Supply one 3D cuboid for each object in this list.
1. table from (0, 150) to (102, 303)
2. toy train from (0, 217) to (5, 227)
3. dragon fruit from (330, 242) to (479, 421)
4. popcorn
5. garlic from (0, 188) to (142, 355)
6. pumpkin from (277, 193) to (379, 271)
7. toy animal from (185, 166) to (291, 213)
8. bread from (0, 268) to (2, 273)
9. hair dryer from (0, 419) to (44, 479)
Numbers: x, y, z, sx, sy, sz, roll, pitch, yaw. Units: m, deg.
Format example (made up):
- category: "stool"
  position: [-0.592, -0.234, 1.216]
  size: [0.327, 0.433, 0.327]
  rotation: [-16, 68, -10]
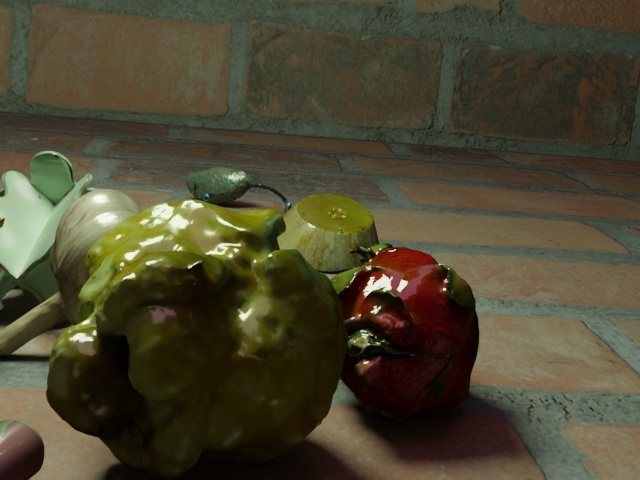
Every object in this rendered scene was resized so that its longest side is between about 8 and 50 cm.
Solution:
- category: "table"
  position: [-0.365, 0.003, 1.346]
  size: [0.166, 0.166, 0.198]
  rotation: [5, 31, 0]
- category: "toy train"
  position: [-0.422, 0.034, 1.174]
  size: [0.072, 0.188, 0.099]
  rotation: [26, 19, 7]
- category: "dragon fruit"
  position: [0.068, 0.081, 1.138]
  size: [0.200, 0.198, 0.269]
  rotation: [22, 20, -38]
- category: "popcorn"
  position: [-0.107, 0.097, 0.948]
  size: [0.276, 0.225, 0.276]
  rotation: [9, 23, -4]
- category: "garlic"
  position: [-0.283, 0.060, 1.198]
  size: [0.226, 0.199, 0.199]
  rotation: [-25, 21, -11]
- category: "pumpkin"
  position: [0.002, -0.018, 1.753]
  size: [0.217, 0.110, 0.217]
  rotation: [10, 15, -3]
- category: "toy animal"
  position: [-0.155, -0.099, 2.082]
  size: [0.253, 0.079, 0.070]
  rotation: [13, 9, 24]
- category: "bread"
  position: [-0.449, 0.035, 1.455]
  size: [0.103, 0.049, 0.062]
  rotation: [5, 13, -6]
- category: "hair dryer"
  position: [-0.321, 0.189, 0.875]
  size: [0.154, 0.054, 0.106]
  rotation: [0, 14, 24]
